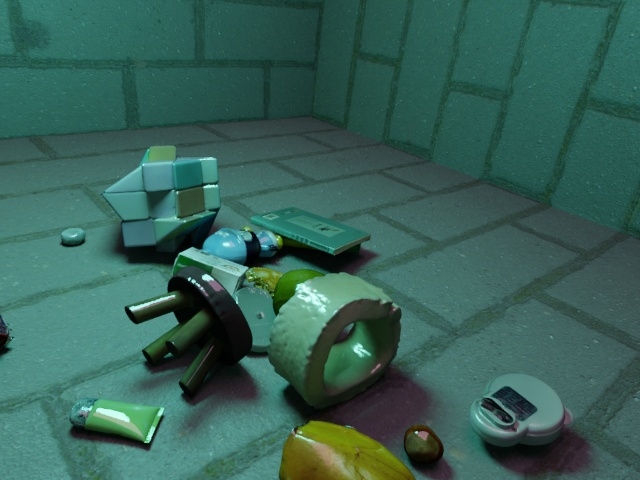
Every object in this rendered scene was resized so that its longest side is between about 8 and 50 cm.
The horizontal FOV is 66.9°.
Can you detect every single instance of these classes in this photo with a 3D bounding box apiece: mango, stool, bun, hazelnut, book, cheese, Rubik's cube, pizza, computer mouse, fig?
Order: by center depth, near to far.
[{"bbox_3d":[0.059,0.445,0.905,0.257,0.137,0.187,22,12,20],"label":"mango"},{"bbox_3d":[0.217,0.436,1.034,0.086,0.086,0.086,6,26,-3],"label":"hazelnut"},{"bbox_3d":[-0.312,0.212,1.152,0.272,0.271,0.178,26,46,32],"label":"stool"},{"bbox_3d":[0.051,0.229,1.156,0.332,0.292,0.153,-8,29,-43],"label":"cheese"},{"bbox_3d":[-0.015,0.168,1.327,0.225,0.202,0.203,-17,17,25],"label":"fig"},{"bbox_3d":[-0.180,0.223,1.355,0.128,0.079,0.230,-2,43,-23],"label":"computer mouse"},{"bbox_3d":[-0.134,0.164,1.490,0.188,0.062,0.199,16,26,-37],"label":"pizza"},{"bbox_3d":[-0.532,-0.141,1.670,0.369,0.357,0.387,-6,15,-11],"label":"Rubik's cube"},{"bbox_3d":[-0.854,-0.013,1.676,0.084,0.045,0.083,7,23,-3],"label":"bun"},{"bbox_3d":[-0.034,-0.046,1.798,0.380,0.031,0.264,22,25,30],"label":"book"}]

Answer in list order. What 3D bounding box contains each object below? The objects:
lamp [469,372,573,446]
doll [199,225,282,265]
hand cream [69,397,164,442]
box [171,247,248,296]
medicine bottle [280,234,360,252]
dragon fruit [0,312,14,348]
[{"bbox_3d":[0.448,0.402,1.117,0.246,0.107,0.179,-11,28,-30],"label":"lamp"},{"bbox_3d":[-0.275,0.020,1.658,0.177,0.140,0.314,14,18,41],"label":"doll"},{"bbox_3d":[-0.431,0.373,1.019,0.175,0.045,0.095,13,25,-3],"label":"hand cream"},{"bbox_3d":[-0.332,0.095,1.479,0.199,0.081,0.135,19,8,0],"label":"box"},{"bbox_3d":[0.000,0.000,1.838,0.309,0.076,0.111,7,22,0],"label":"medicine bottle"},{"bbox_3d":[-0.865,0.196,1.138,0.148,0.218,0.223,-41,88,-19],"label":"dragon fruit"}]
